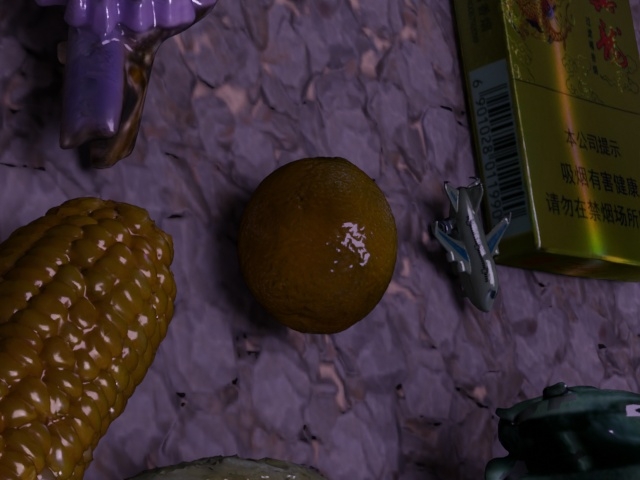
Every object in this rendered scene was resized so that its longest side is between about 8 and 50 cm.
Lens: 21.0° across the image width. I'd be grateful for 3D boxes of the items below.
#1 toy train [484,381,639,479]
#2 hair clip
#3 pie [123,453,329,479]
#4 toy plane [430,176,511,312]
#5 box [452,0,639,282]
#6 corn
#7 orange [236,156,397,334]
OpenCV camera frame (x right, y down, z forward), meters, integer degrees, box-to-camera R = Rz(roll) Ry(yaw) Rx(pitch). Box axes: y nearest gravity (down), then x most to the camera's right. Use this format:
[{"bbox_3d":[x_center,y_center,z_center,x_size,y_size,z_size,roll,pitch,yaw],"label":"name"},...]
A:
[{"bbox_3d":[0.221,0.172,0.935,0.238,0.299,0.166,41,48,-52],"label":"toy train"},{"bbox_3d":[-0.100,-0.172,0.850,0.106,0.084,0.292,-1,69,-6],"label":"hair clip"},{"bbox_3d":[-0.013,0.233,0.731,0.323,0.070,0.323,25,42,-25],"label":"pie"},{"bbox_3d":[0.090,0.003,1.043,0.080,0.033,0.083,-7,88,-52],"label":"toy plane"},{"bbox_3d":[0.157,-0.130,1.167,0.173,0.043,0.311,9,69,-48],"label":"box"},{"bbox_3d":[-0.145,0.091,0.676,0.102,0.102,0.313,52,39,-24],"label":"corn"},{"bbox_3d":[0.000,0.000,0.895,0.085,0.085,0.095,36,53,-37],"label":"orange"}]
